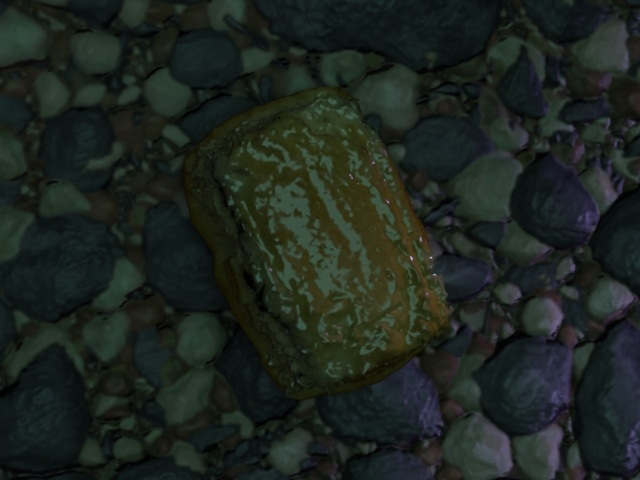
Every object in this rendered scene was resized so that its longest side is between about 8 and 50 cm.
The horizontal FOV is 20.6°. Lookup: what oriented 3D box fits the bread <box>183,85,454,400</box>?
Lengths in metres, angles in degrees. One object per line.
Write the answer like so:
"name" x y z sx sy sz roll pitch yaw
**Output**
"bread" 0.000 0.000 1.406 0.174 0.121 0.246 -25 87 -18
